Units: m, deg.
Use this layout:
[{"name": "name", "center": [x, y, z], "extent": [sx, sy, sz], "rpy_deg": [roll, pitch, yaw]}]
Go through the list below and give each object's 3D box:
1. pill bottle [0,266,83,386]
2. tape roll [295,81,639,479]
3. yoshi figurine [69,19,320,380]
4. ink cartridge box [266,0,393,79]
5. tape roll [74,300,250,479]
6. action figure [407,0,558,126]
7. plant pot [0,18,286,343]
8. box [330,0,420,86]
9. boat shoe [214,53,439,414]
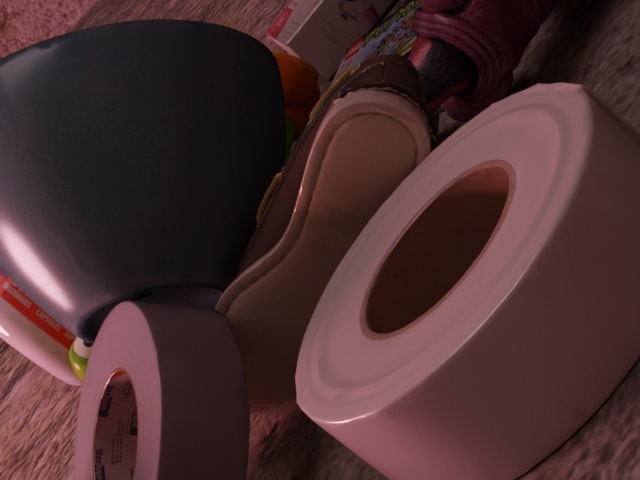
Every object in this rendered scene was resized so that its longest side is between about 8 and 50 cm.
[{"name": "pill bottle", "center": [-0.218, -0.019, 2.039], "extent": [0.323, 0.181, 0.181], "rpy_deg": [-52, 18, -2]}, {"name": "tape roll", "center": [0.112, 0.032, 1.299], "extent": [0.286, 0.100, 0.286], "rpy_deg": [-45, 19, 20]}, {"name": "yoshi figurine", "center": [-0.147, -0.034, 1.848], "extent": [0.203, 0.203, 0.362], "rpy_deg": [-2, 61, 65]}, {"name": "ink cartridge box", "center": [0.036, -0.276, 2.113], "extent": [0.198, 0.067, 0.115], "rpy_deg": [-50, 18, 1]}, {"name": "tape roll", "center": [-0.126, 0.158, 1.504], "extent": [0.219, 0.072, 0.219], "rpy_deg": [-174, 90, -66]}, {"name": "action figure", "center": [0.160, -0.208, 1.590], "extent": [0.276, 0.248, 0.370], "rpy_deg": [8, 56, 38]}, {"name": "plant pot", "center": [-0.156, -0.026, 1.610], "extent": [0.290, 0.290, 0.195], "rpy_deg": [-34, 61, 42]}, {"name": "box", "center": [0.087, -0.188, 1.875], "extent": [0.207, 0.036, 0.114], "rpy_deg": [-34, 25, 42]}, {"name": "boat shoe", "center": [0.000, 0.000, 1.520], "extent": [0.097, 0.116, 0.324], "rpy_deg": [-79, 11, -55]}]
